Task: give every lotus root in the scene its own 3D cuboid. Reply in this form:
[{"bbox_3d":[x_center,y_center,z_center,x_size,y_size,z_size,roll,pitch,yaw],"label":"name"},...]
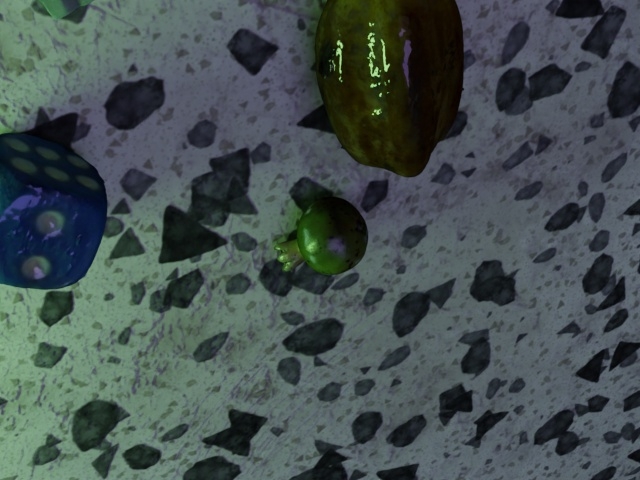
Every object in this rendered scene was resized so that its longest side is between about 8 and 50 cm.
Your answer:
[{"bbox_3d":[0.085,-0.231,1.281,0.193,0.193,0.291,-20,133,-15],"label":"lotus root"}]

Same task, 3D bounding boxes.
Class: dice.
[{"bbox_3d":[-0.346,-0.032,1.195,0.143,0.146,0.146,12,116,-36],"label":"dice"}]

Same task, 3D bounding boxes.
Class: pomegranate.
[{"bbox_3d":[0.000,0.000,1.445,0.142,0.115,0.114,-22,137,24],"label":"pomegranate"}]

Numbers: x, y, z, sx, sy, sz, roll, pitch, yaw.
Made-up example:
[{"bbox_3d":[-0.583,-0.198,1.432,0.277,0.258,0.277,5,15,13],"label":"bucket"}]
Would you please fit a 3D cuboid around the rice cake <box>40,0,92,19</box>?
[{"bbox_3d":[-0.270,-0.353,1.074,0.189,0.037,0.198,-27,132,-8],"label":"rice cake"}]
